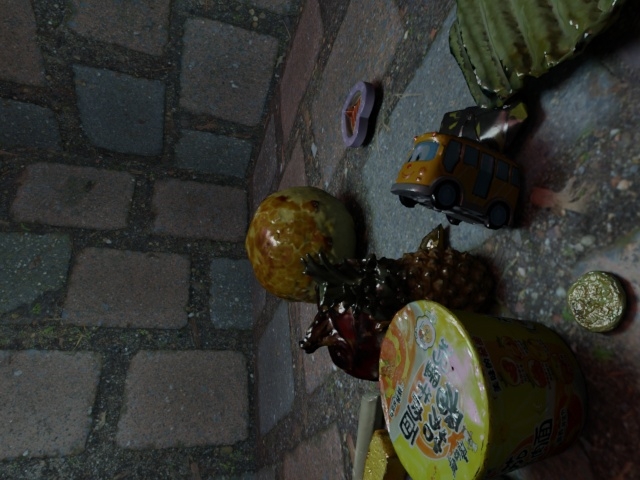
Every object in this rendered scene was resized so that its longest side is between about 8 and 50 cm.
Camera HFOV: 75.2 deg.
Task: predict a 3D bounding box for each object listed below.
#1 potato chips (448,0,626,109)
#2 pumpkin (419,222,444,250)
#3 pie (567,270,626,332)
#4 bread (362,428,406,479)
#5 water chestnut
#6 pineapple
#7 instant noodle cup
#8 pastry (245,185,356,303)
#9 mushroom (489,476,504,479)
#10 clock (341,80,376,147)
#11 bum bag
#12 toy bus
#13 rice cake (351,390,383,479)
[{"bbox_3d":[0.338,-0.428,0.655,0.358,0.070,0.429,-39,44,54],"label":"potato chips"},{"bbox_3d":[0.244,0.017,0.907,0.101,0.035,0.073,125,157,-60],"label":"pumpkin"},{"bbox_3d":[0.369,0.082,0.554,0.084,0.021,0.084,-170,90,-72],"label":"pie"},{"bbox_3d":[0.147,0.542,0.979,0.103,0.065,0.187,-144,64,-66],"label":"bread"},{"bbox_3d":[0.080,0.184,0.963,0.300,0.300,0.299,-174,90,-70],"label":"water chestnut"},{"bbox_3d":[0.129,0.084,0.754,0.169,0.341,0.169,-174,90,-74],"label":"pineapple"},{"bbox_3d":[0.235,0.221,0.617,0.264,0.200,0.264,-175,90,-70],"label":"instant noodle cup"},{"bbox_3d":[-0.073,0.015,1.324,0.389,0.313,0.388,-3,87,55],"label":"pastry"},{"bbox_3d":[0.234,0.393,0.730,0.270,0.103,0.118,-124,43,-69],"label":"mushroom"},{"bbox_3d":[0.122,-0.396,1.313,0.172,0.064,0.198,-127,47,-62],"label":"clock"},{"bbox_3d":[0.295,-0.207,0.782,0.232,0.060,0.106,-160,79,-70],"label":"bum bag"},{"bbox_3d":[0.236,-0.103,0.715,0.126,0.210,0.136,-160,87,-71],"label":"toy bus"},{"bbox_3d":[0.123,0.513,1.067,0.057,0.052,0.256,-168,84,-67],"label":"rice cake"}]
